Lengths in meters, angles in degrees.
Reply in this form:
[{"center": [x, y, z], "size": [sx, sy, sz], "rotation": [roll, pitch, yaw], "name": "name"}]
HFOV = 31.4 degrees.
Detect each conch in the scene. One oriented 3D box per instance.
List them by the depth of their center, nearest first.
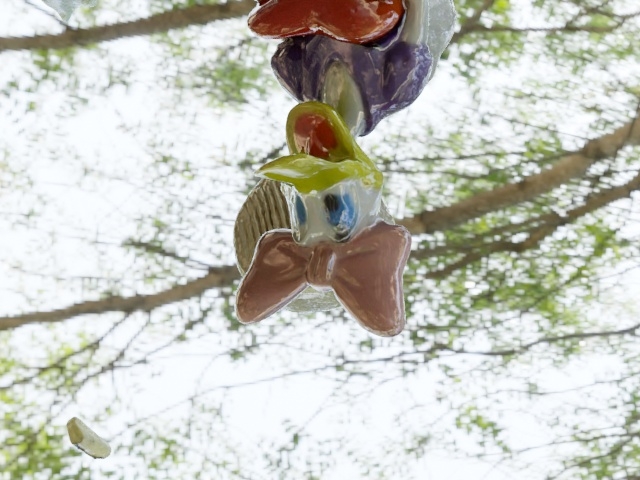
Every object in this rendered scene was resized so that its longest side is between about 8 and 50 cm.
[{"center": [-0.380, -0.398, 1.739], "size": [0.137, 0.234, 0.114], "rotation": [-10, -80, 15], "name": "conch"}]

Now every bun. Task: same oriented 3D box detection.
[{"center": [0.000, 0.000, 1.176], "size": [0.167, 0.113, 0.173], "rotation": [0, -122, 30], "name": "bun"}]

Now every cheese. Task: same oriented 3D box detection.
[{"center": [-0.302, 0.257, 1.473], "size": [0.030, 0.083, 0.044], "rotation": [-32, -121, 2], "name": "cheese"}]

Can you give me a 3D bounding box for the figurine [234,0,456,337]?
[{"center": [0.028, -0.138, 0.907], "size": [0.154, 0.193, 0.420], "rotation": [3, -118, 27], "name": "figurine"}]
